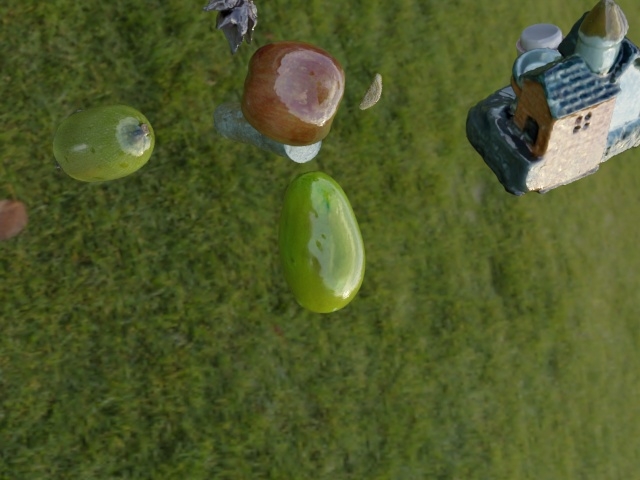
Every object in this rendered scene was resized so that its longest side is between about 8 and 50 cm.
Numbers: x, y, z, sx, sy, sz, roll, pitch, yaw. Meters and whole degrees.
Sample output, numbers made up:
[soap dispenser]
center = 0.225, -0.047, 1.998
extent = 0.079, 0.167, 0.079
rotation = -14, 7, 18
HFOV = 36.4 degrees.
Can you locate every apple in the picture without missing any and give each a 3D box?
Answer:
[apple]
center = -0.052, -0.266, 1.747
extent = 0.174, 0.188, 0.188
rotation = 13, 61, -8

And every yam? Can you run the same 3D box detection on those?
[yam]
center = -0.119, -0.233, 2.043
extent = 0.093, 0.259, 0.093
rotation = -19, 118, -39

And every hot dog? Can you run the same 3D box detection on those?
[hot dog]
center = 0.118, -0.327, 2.168
extent = 0.034, 0.090, 0.030
rotation = 27, 26, -8

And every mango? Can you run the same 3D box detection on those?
[mango]
center = -0.003, 0.002, 1.824
extent = 0.149, 0.185, 0.272
rotation = -14, 101, -21

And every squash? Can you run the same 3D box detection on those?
[squash]
center = -0.316, -0.149, 1.482
extent = 0.123, 0.187, 0.123
rotation = 0, 90, -40

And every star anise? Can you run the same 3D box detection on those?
[star anise]
center = -0.154, -0.453, 1.799
extent = 0.195, 0.065, 0.182
rotation = 55, 41, -51

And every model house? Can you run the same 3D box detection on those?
[model house]
center = 0.356, -0.237, 1.360
extent = 0.253, 0.291, 0.184
rotation = -20, 57, -18

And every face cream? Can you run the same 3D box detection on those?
[face cream]
center = 0.410, -0.346, 1.804
extent = 0.091, 0.091, 0.095
rotation = -61, 149, -44
